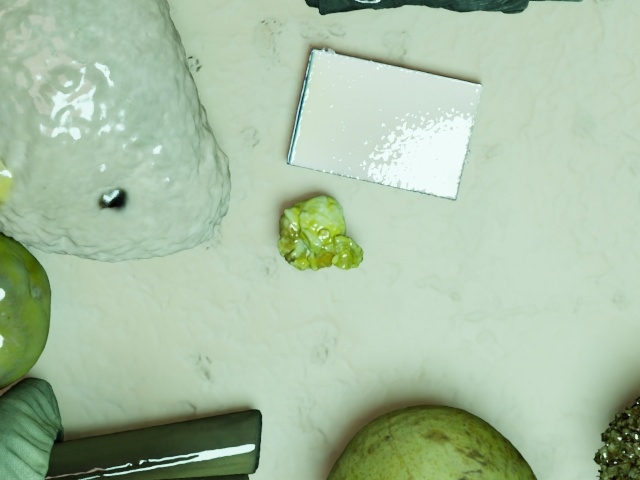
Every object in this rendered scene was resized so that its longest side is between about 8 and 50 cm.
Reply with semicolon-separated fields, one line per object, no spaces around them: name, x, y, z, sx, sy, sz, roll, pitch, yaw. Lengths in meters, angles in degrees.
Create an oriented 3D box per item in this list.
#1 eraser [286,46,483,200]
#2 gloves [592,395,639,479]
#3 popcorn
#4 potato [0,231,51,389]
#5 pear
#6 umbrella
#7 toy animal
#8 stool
eraser;0.055;-0.099;1.480;0.150;0.023;0.104;12;97;0
gloves;0.346;0.224;1.447;0.210;0.135;0.312;-18;118;24
popcorn;0.001;-0.002;1.476;0.083;0.059;0.068;31;97;-10
potato;-0.322;0.064;1.453;0.200;0.137;0.154;-19;126;18
pear;0.098;0.249;1.424;0.188;0.211;0.228;-23;96;3
umbrella;0.105;-0.215;1.450;0.235;0.059;0.066;3;120;0
toy animal;-0.223;-0.136;1.404;0.226;0.188;0.358;-20;98;2
stool;-0.169;0.283;1.391;0.226;0.310;0.310;4;99;1
